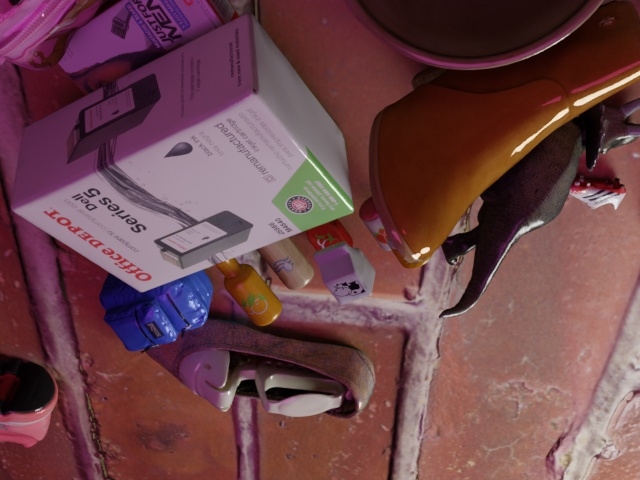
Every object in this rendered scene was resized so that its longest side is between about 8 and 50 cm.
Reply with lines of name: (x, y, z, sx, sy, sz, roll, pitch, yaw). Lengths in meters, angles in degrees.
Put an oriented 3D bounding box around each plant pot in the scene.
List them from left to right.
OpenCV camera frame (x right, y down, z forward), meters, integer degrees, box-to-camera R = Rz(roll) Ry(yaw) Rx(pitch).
plant pot: (0.124, -0.258, 0.603, 0.237, 0.110, 0.237, 2, 104, 10)

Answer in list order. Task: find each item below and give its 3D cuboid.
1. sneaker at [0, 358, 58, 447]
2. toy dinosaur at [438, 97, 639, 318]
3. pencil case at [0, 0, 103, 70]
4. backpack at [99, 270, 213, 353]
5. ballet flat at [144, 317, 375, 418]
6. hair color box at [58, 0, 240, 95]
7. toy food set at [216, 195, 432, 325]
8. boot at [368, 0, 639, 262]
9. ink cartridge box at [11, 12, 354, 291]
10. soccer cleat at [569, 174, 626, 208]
sneaker: (-0.533, 0.232, 1.057, 0.314, 0.116, 0.136, 13, 128, -4)
toy dinosaur: (0.187, -0.059, 0.710, 0.121, 0.313, 0.160, 52, 146, -4)
pencil case: (-0.161, -0.294, 0.589, 0.386, 0.167, 0.160, -30, 108, 26)
backpack: (-0.194, 0.078, 0.917, 0.120, 0.101, 0.098, -17, 130, 14)
ballet flat: (-0.086, 0.171, 0.970, 0.316, 0.106, 0.107, 6, 127, 2)
hair color box: (-0.169, -0.198, 0.736, 0.167, 0.053, 0.093, -24, 122, 23)
toy food set: (0.000, 0.000, 0.828, 0.232, 0.111, 0.104, -21, 122, 28)
boot: (0.164, -0.110, 0.617, 0.211, 0.295, 0.104, -17, 120, 29)
ink cartridge box: (-0.133, -0.072, 0.754, 0.273, 0.115, 0.198, -21, 143, 20)
soccer cleat: (0.288, -0.051, 0.815, 0.083, 0.029, 0.036, 4, 123, -3)
